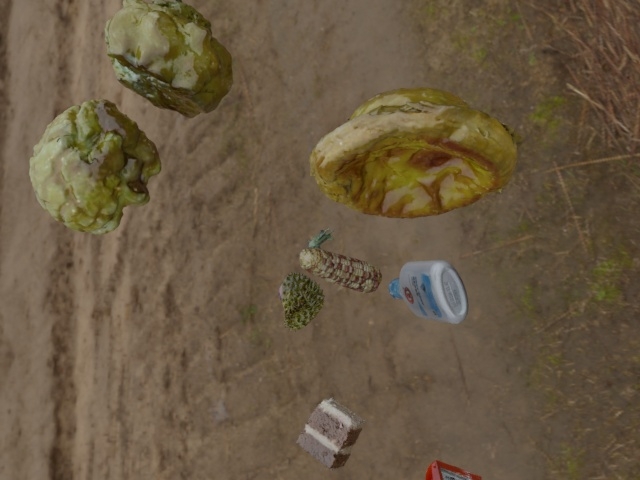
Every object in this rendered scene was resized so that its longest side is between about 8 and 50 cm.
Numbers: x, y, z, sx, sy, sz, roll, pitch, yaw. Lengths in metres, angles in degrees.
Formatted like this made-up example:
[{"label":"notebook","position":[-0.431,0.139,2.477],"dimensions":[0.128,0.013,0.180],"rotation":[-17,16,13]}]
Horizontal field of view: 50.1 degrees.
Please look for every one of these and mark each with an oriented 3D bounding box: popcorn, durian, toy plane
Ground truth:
[{"label":"popcorn","position":[-0.487,-0.147,1.471],"dimensions":[0.247,0.282,0.282],"rotation":[-3,78,37]},{"label":"durian","position":[-0.059,0.151,1.911],"dimensions":[0.119,0.108,0.187],"rotation":[-11,45,26]},{"label":"toy plane","position":[-0.002,-0.002,1.744],"dimensions":[0.033,0.083,0.080],"rotation":[48,139,22]}]

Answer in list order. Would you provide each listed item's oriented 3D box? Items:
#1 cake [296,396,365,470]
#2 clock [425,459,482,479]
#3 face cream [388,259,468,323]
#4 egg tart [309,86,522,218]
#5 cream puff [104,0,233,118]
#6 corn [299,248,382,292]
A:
[{"label":"cake","position":[0.034,0.513,1.830],"dimensions":[0.134,0.135,0.147],"rotation":[33,87,22]},{"label":"clock","position":[0.324,0.603,1.634],"dimensions":[0.061,0.155,0.113],"rotation":[-48,26,30]},{"label":"face cream","position":[0.268,0.129,1.788],"dimensions":[0.163,0.080,0.336],"rotation":[71,163,-4]},{"label":"egg tart","position":[0.123,-0.124,0.927],"dimensions":[0.295,0.295,0.116],"rotation":[-21,59,46]},{"label":"cream puff","position":[-0.292,-0.371,1.347],"dimensions":[0.282,0.282,0.185],"rotation":[14,76,51]},{"label":"corn","position":[0.047,0.067,1.558],"dimensions":[0.079,0.237,0.079],"rotation":[-16,66,40]}]
